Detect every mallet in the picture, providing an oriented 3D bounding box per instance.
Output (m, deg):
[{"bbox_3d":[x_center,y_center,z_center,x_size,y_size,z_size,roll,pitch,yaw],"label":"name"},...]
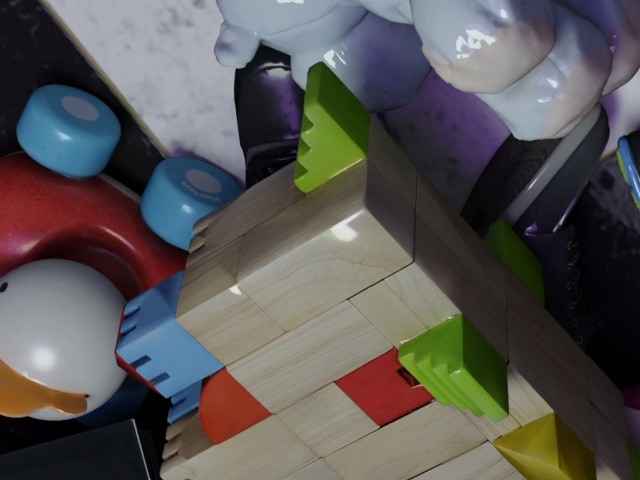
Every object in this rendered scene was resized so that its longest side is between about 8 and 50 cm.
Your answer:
[{"bbox_3d":[-0.200,0.207,1.438,0.190,0.039,0.062,35,114,-6],"label":"mallet"}]

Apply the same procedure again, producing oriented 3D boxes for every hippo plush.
[{"bbox_3d":[0.038,-0.157,1.095,0.237,0.234,0.294,-23,135,35],"label":"hippo plush"}]

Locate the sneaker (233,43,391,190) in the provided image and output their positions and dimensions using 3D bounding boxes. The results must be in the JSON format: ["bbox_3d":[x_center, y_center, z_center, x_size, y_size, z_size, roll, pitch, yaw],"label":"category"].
[{"bbox_3d":[0.000,0.000,1.240,0.107,0.124,0.283,-10,109,19],"label":"sneaker"}]

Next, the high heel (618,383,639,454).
[{"bbox_3d":[0.307,0.133,1.224,0.377,0.181,0.127,-22,85,51],"label":"high heel"}]

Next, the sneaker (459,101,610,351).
[{"bbox_3d":[0.161,0.006,1.236,0.118,0.083,0.222,26,111,-17],"label":"sneaker"}]

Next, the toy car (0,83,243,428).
[{"bbox_3d":[-0.198,0.046,1.252,0.210,0.238,0.219,31,116,1],"label":"toy car"}]

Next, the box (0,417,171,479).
[{"bbox_3d":[-0.235,0.214,1.316,0.261,0.184,0.103,-16,80,2],"label":"box"}]

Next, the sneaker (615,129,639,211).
[{"bbox_3d":[0.278,-0.017,1.194,0.188,0.067,0.078,37,107,-6],"label":"sneaker"}]

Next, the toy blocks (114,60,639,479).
[{"bbox_3d":[0.014,0.102,1.141,0.261,0.190,0.381,-30,121,25],"label":"toy blocks"}]
